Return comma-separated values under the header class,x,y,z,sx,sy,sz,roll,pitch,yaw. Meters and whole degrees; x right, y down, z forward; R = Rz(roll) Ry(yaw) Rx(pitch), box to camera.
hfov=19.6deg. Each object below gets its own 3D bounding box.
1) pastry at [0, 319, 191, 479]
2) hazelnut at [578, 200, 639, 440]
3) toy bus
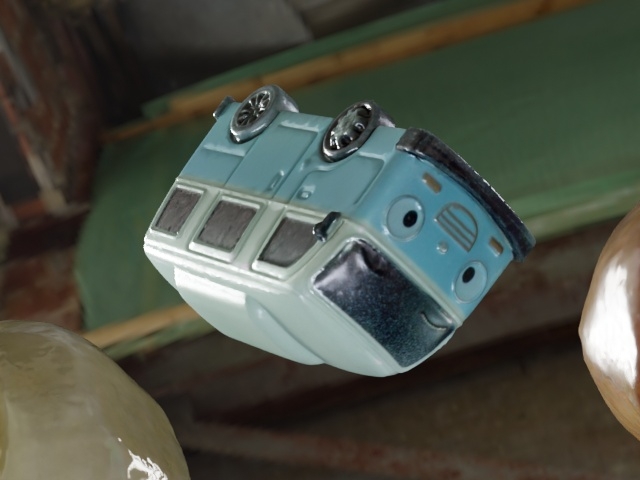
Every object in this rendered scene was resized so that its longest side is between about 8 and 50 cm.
class,x,y,z,sx,sy,sz,roll,pitch,yaw
pastry,-0.112,0.105,0.645,0.156,0.092,0.156,-21,-124,33
hazelnut,0.246,0.044,1.016,0.214,0.214,0.176,0,-101,28
toy bus,0.000,0.000,1.276,0.164,0.133,0.271,-54,-150,-13
